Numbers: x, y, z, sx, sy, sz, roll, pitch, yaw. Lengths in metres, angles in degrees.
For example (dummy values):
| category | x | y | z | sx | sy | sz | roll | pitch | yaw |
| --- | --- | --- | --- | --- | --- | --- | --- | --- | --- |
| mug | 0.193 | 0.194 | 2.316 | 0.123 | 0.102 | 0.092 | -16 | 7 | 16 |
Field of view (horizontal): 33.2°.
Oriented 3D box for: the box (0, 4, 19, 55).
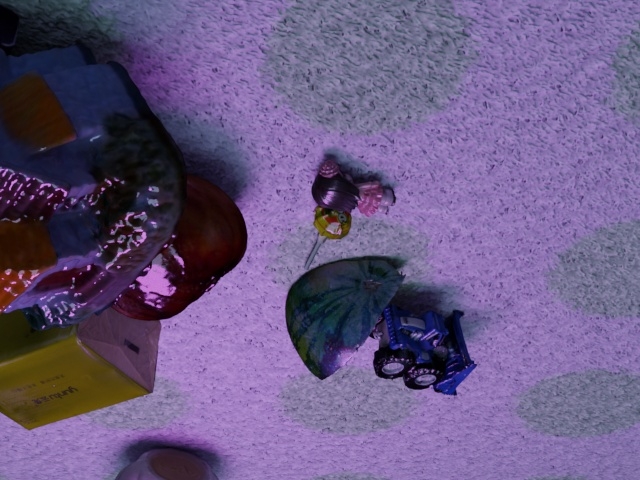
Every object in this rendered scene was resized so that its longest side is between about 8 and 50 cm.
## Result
| category | x | y | z | sx | sy | sz | roll | pitch | yaw |
| --- | --- | --- | --- | --- | --- | --- | --- | --- | --- |
| box | -0.507 | -0.224 | 1.352 | 0.168 | 0.071 | 0.259 | 24 | 138 | -26 |

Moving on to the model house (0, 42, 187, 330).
| category | x | y | z | sx | sy | sz | roll | pitch | yaw |
| --- | --- | --- | --- | --- | --- | --- | --- | --- | --- |
| model house | -0.406 | -0.044 | 1.288 | 0.360 | 0.297 | 0.339 | -37 | 166 | 37 |

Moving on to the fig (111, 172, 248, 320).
| category | x | y | z | sx | sy | sz | roll | pitch | yaw |
| --- | --- | --- | --- | --- | --- | --- | --- | --- | --- |
| fig | -0.237 | -0.002 | 1.524 | 0.263 | 0.224 | 0.224 | 17 | 140 | -23 |

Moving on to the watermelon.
| category | x | y | z | sx | sy | sz | roll | pitch | yaw |
| --- | --- | --- | --- | --- | --- | --- | --- | --- | --- |
| watermelon | 0.027 | 0.131 | 1.729 | 0.128 | 0.146 | 0.231 | 22 | 140 | -24 |

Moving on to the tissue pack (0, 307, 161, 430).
| category | x | y | z | sx | sy | sz | roll | pitch | yaw |
| --- | --- | --- | --- | --- | --- | --- | --- | --- | --- |
| tissue pack | -0.438 | 0.185 | 1.802 | 0.274 | 0.167 | 0.200 | -18 | 138 | 25 |

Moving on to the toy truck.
| category | x | y | z | sx | sy | sz | roll | pitch | yaw |
| --- | --- | --- | --- | --- | --- | --- | --- | --- | --- |
| toy truck | 0.177 | 0.174 | 1.797 | 0.126 | 0.113 | 0.208 | -35 | 138 | 30 |

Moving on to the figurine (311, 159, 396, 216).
| category | x | y | z | sx | sy | sz | roll | pitch | yaw |
| --- | --- | --- | --- | --- | --- | --- | --- | --- | --- |
| figurine | 0.048 | -0.069 | 1.545 | 0.129 | 0.054 | 0.072 | 16 | 136 | -21 |

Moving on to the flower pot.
| category | x | y | z | sx | sy | sz | roll | pitch | yaw |
| --- | --- | --- | --- | --- | --- | --- | --- | --- | --- |
| flower pot | -0.318 | 0.548 | 2.215 | 0.246 | 0.246 | 0.195 | 13 | 109 | -14 |

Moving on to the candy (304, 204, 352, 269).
| category | x | y | z | sx | sy | sz | roll | pitch | yaw |
| --- | --- | --- | --- | --- | --- | --- | --- | --- | --- |
| candy | 0.000 | 0.000 | 1.650 | 0.058 | 0.062 | 0.194 | -33 | 166 | -29 |
